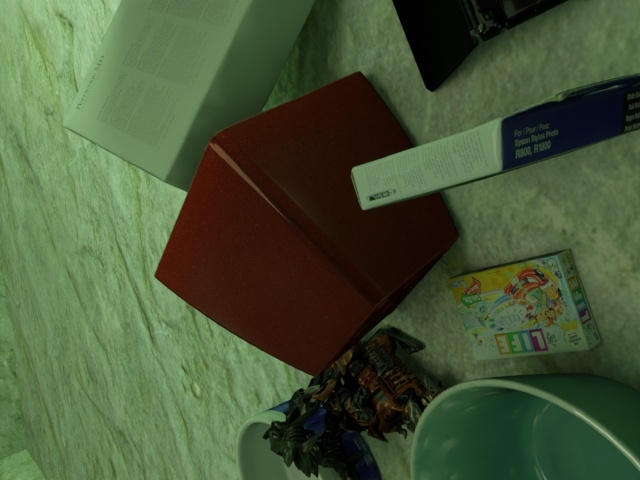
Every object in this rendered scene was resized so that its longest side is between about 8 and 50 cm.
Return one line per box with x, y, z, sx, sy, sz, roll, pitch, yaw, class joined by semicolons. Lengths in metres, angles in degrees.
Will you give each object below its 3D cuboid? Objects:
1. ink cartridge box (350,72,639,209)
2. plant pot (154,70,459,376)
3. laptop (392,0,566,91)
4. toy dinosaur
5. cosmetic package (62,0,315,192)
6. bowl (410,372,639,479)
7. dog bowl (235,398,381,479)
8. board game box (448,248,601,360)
0.178;-0.088;0.612;0.224;0.223;0.045;-15;93;53;ink cartridge box
0.000;0.000;0.855;0.236;0.267;0.267;46;137;11;plant pot
0.167;-0.313;0.706;0.264;0.136;0.234;-22;87;26;laptop
0.037;0.213;0.978;0.322;0.164;0.218;15;77;62;toy dinosaur
-0.163;-0.269;0.916;0.284;0.097;0.377;28;92;40;cosmetic package
0.257;0.257;0.701;0.311;0.163;0.311;24;123;44;bowl
-0.022;0.392;1.144;0.265;0.104;0.265;22;120;44;dog bowl
0.221;0.075;0.782;0.154;0.026;0.103;-20;89;52;board game box
